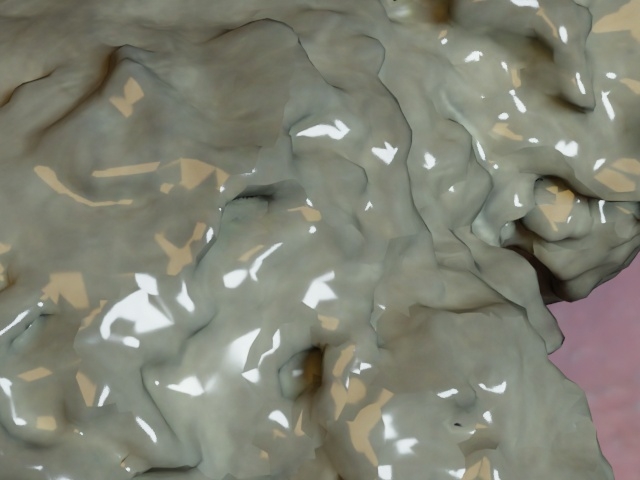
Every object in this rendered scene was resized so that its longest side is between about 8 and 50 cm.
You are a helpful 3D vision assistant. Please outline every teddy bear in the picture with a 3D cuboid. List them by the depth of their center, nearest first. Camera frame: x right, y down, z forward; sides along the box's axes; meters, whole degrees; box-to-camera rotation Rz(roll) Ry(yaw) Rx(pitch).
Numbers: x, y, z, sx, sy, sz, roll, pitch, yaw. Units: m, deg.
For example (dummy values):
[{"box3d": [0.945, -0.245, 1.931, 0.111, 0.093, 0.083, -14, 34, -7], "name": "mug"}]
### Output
[{"box3d": [0.000, 0.000, 0.460, 0.367, 0.224, 0.357, -19, 44, -13], "name": "teddy bear"}]
